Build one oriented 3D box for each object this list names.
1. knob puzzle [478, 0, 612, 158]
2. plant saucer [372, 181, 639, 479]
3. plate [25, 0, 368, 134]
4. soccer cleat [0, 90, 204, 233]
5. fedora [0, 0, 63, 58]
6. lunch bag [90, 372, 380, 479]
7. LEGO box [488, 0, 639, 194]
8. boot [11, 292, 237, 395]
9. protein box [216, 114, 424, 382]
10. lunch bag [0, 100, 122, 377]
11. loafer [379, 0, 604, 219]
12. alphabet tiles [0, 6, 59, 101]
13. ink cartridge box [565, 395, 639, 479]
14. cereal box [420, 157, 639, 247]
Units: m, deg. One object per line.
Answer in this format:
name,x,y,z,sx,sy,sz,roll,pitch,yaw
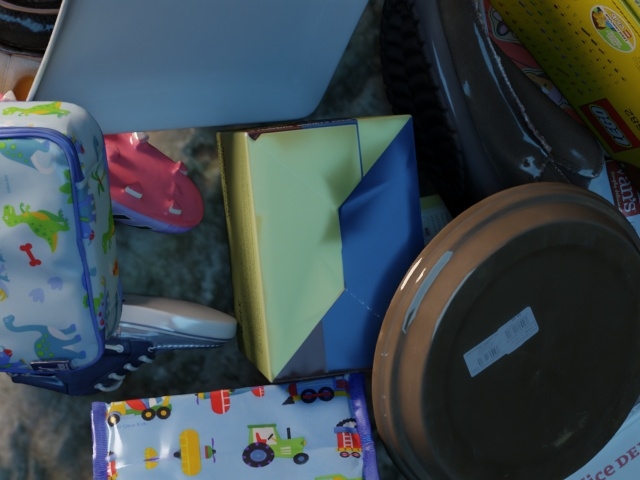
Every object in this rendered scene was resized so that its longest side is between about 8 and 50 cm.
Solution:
knob puzzle,0.225,-0.182,1.545,0.213,0.030,0.213,1,81,-8
plant saucer,0.166,0.091,1.393,0.278,0.041,0.277,-12,114,-28
plate,-0.088,-0.194,1.391,0.278,0.277,0.045,-6,54,-29
soccer cleat,-0.220,-0.058,1.482,0.248,0.095,0.083,21,46,-21
fedora,-0.204,-0.304,1.381,0.334,0.152,0.334,-1,101,-7
lunch bag,-0.059,0.259,1.442,0.221,0.138,0.293,-6,138,-2
LEGO box,0.293,-0.337,1.451,0.372,0.193,0.500,-41,99,-17
boot,-0.170,0.092,1.502,0.190,0.069,0.086,8,99,-2
protein box,0.000,0.000,1.450,0.136,0.201,0.199,-6,95,-9
lunch bag,-0.255,0.001,1.391,0.176,0.090,0.219,2,115,10
loafer,0.163,-0.071,1.476,0.130,0.134,0.366,-27,104,-13
alphabet tiles,-0.295,-0.253,1.463,0.343,0.011,0.285,13,99,-10
ink cartridge box,0.289,0.254,1.570,0.159,0.092,0.218,-35,100,-6
cereal box,0.186,0.028,1.560,0.240,0.047,0.173,-11,93,-9
